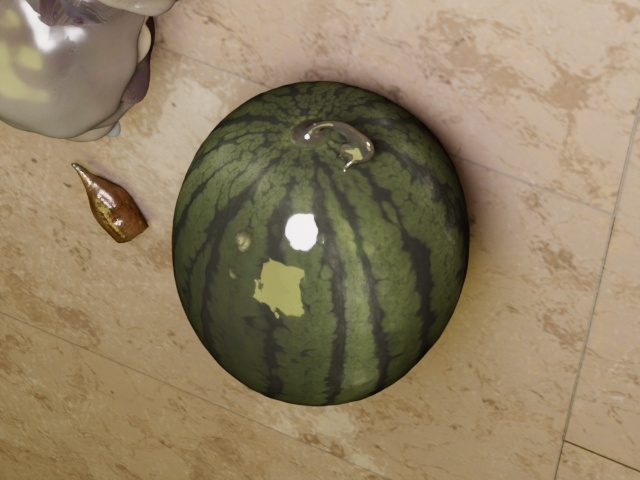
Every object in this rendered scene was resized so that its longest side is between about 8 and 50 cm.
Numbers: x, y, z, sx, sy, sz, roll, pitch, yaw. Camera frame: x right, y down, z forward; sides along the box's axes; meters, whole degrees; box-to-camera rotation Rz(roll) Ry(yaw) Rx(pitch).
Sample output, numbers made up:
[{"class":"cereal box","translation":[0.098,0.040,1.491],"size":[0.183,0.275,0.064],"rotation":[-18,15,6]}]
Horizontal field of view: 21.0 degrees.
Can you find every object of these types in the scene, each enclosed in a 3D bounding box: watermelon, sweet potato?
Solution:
[{"class":"watermelon","translation":[0.000,0.000,1.607],"size":[0.279,0.279,0.359],"rotation":[21,147,16]},{"class":"sweet potato","translation":[-0.244,-0.045,1.958],"size":[0.049,0.049,0.117],"rotation":[-13,123,48]}]

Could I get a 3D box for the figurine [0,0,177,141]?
[{"class":"figurine","translation":[-0.218,-0.222,1.555],"size":[0.248,0.203,0.380],"rotation":[44,144,-12]}]
